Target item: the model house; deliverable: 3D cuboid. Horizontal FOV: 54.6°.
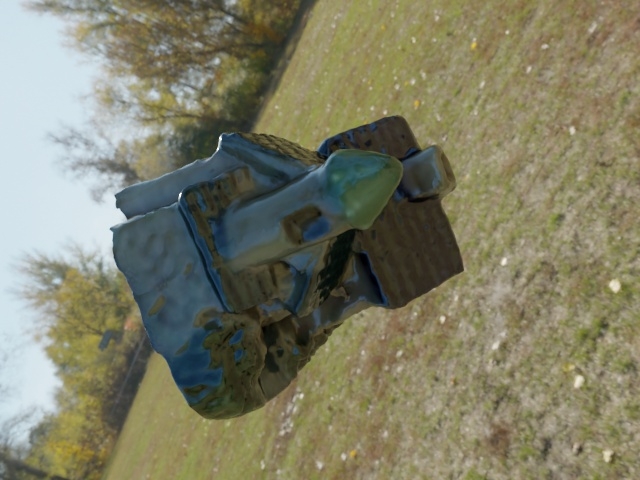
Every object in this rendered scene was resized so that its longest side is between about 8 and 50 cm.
[{"bbox_3d":[-0.001,-0.002,0.623,0.284,0.244,0.298,-27,-1,19],"label":"model house"}]
